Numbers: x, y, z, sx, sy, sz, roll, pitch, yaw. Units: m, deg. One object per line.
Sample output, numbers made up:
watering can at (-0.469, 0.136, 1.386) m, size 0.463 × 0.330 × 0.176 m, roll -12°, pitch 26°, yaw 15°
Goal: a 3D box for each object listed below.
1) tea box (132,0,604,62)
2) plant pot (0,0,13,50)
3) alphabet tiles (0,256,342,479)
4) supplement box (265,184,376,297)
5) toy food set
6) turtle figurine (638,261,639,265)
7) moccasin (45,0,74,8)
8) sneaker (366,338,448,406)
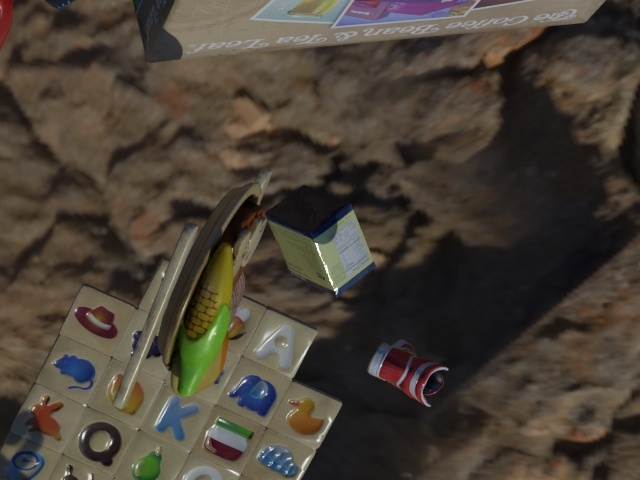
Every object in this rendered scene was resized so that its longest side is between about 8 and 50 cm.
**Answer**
tea box at (0.033, -0.311, 1.113) m, size 0.329 × 0.220 × 0.323 m, roll -9°, pitch 74°, yaw -20°
plant pot at (-0.403, -0.199, 1.632) m, size 0.191 × 0.174 × 0.191 m, roll 5°, pitch 122°, yaw 8°
alphabet tiles at (-0.155, 0.197, 1.730) m, size 0.285 × 0.011 × 0.342 m, roll 25°, pitch 104°, yaw -12°
supplement box at (0.000, 0.000, 1.766) m, size 0.056 × 0.083 × 0.083 m, roll -37°, pitch 124°, yaw -22°
toy food set at (-0.057, 0.028, 1.029) m, size 0.039 × 0.192 × 0.132 m, roll 25°, pitch 108°, yaw 6°
turtle figurine at (0.400, 0.091, 1.598) m, size 0.118 × 0.175 × 0.234 m, roll -37°, pitch 88°, yaw -5°
moccasin at (-0.126, -0.316, 1.742) m, size 0.342 × 0.137 × 0.117 m, roll -29°, pitch 117°, yaw 7°
sneaker at (0.086, 0.121, 1.592) m, size 0.067 × 0.118 × 0.042 m, roll 25°, pitch 95°, yaw 14°
